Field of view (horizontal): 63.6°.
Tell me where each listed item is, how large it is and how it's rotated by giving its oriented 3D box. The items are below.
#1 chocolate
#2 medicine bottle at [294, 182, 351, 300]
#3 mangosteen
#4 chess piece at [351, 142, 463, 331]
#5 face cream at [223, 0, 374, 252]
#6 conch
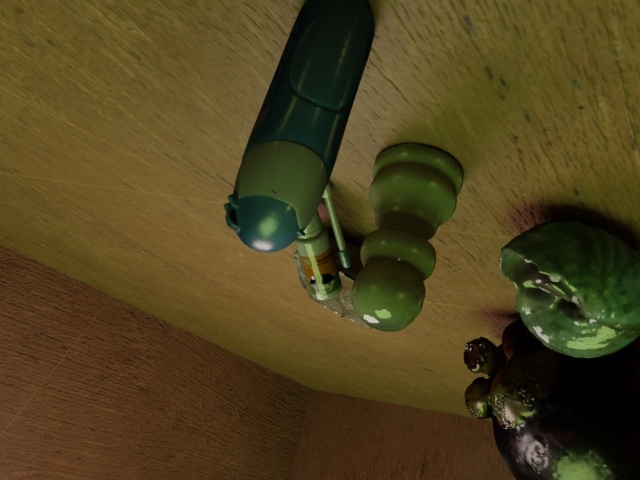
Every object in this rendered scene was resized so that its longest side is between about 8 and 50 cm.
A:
[{"bbox_3d":[0.049,0.086,1.107,0.185,0.100,0.303,23,155,18],"label":"chocolate"},{"bbox_3d":[0.000,0.000,0.894,0.092,0.061,0.221,-5,120,20],"label":"medicine bottle"},{"bbox_3d":[0.520,0.369,1.110,0.421,0.381,0.381,12,159,37],"label":"mangosteen"},{"bbox_3d":[0.110,0.004,0.694,0.133,0.243,0.133,14,155,6],"label":"chess piece"},{"bbox_3d":[-0.018,-0.111,0.491,0.083,0.264,0.149,21,157,-9],"label":"face cream"},{"bbox_3d":[0.383,0.076,0.788,0.220,0.196,0.277,19,-177,23],"label":"conch"}]
